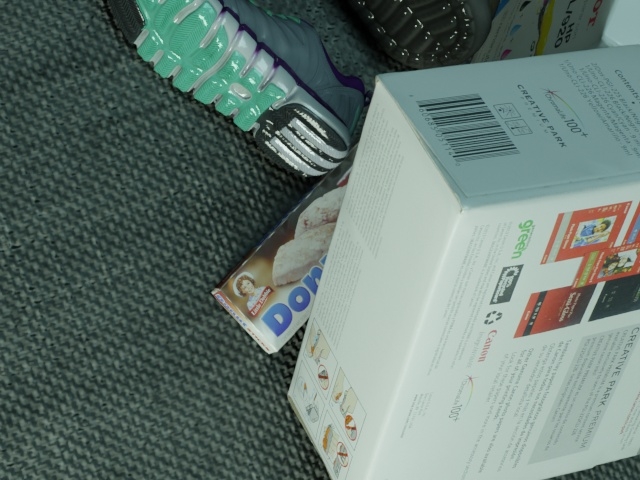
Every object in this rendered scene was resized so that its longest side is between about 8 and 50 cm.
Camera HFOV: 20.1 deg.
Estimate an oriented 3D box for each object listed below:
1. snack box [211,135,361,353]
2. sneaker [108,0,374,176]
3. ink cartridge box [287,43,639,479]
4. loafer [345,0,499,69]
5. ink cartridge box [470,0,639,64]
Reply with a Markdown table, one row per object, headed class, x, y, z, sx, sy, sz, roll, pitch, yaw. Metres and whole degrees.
| class | x | y | z | sx | sy | sz | roll | pitch | yaw |
| --- | --- | --- | --- | --- | --- | --- | --- | --- | --- |
| snack box | 0.000 | 0.000 | 1.341 | 0.064 | 0.022 | 0.178 | 48 | 66 | -10 |
| sneaker | -0.059 | -0.147 | 1.327 | 0.224 | 0.083 | 0.098 | 44 | 44 | -13 |
| ink cartridge box | 0.148 | 0.029 | 1.238 | 0.272 | 0.309 | 0.130 | -8 | 47 | -25 |
| loafer | 0.022 | -0.304 | 1.364 | 0.366 | 0.134 | 0.130 | 59 | 42 | -14 |
| ink cartridge box | 0.243 | -0.147 | 1.356 | 0.168 | 0.233 | 0.171 | 30 | 70 | -16 |
